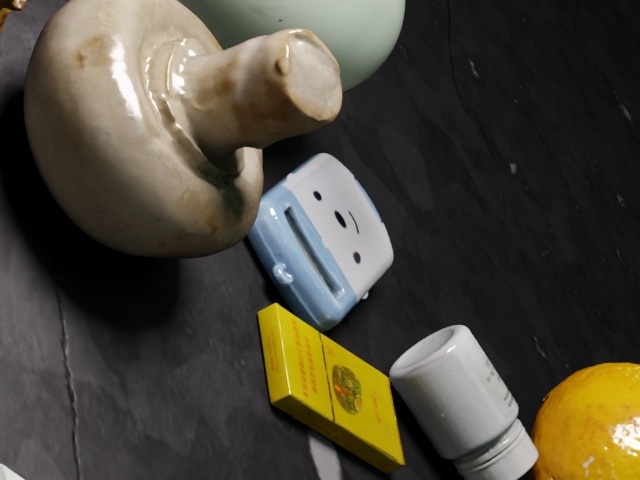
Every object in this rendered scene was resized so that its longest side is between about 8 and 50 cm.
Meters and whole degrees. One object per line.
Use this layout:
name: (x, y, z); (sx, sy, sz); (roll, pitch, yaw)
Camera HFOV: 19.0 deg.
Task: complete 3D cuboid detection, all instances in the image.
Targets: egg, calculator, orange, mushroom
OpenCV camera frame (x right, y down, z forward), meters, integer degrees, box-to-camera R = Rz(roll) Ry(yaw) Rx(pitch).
egg: (-0.045, -0.219, 1.562); (0.264, 0.183, 0.183); (30, 37, -36)
calculator: (0.000, 0.000, 1.582); (0.121, 0.039, 0.210); (57, 25, -4)
orange: (0.271, 0.216, 1.673); (0.219, 0.193, 0.219); (-2, 90, -65)
mushroom: (-0.105, -0.091, 1.300); (0.206, 0.209, 0.206); (18, 49, -22)

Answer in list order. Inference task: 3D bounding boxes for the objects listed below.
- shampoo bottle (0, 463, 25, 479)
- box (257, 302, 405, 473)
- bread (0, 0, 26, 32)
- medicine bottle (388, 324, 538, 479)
shampoo bottle: (-0.157, 0.176, 1.068); (0.099, 0.043, 0.072); (41, 31, -39)
box: (0.010, 0.116, 1.491); (0.155, 0.023, 0.087); (36, 31, -43)
bread: (-0.268, -0.211, 1.157); (0.232, 0.135, 0.247); (46, 30, -6)
medicine bottle: (0.122, 0.144, 1.611); (0.130, 0.080, 0.080); (57, 24, -10)
